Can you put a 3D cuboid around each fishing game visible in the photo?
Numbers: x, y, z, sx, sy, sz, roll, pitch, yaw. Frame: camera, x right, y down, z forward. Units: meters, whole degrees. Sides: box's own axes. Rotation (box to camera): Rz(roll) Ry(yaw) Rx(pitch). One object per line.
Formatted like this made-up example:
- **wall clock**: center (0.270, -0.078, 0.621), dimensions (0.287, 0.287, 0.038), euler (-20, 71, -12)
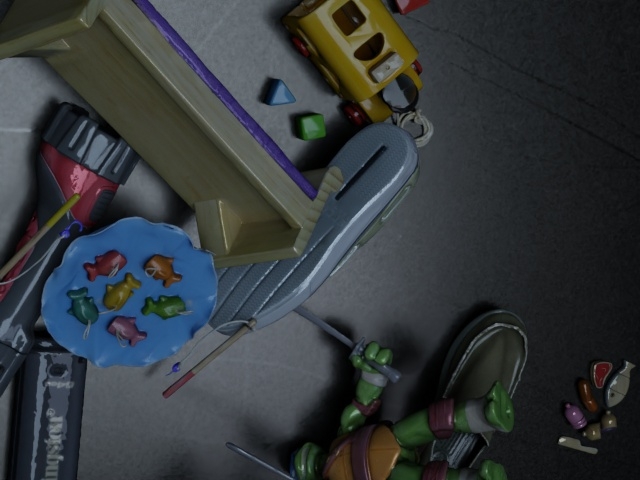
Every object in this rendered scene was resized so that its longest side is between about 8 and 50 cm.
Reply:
- **fishing game**: center (-0.191, 0.062, 1.595), dimensions (0.189, 0.041, 0.264), euler (-40, 125, 12)

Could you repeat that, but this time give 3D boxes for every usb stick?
- **usb stick**: center (-0.299, 0.238, 1.688), dimensions (0.077, 0.045, 0.278), euler (4, 98, -17)

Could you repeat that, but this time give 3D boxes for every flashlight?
- **flashlight**: center (-0.304, 0.006, 1.626), dimensions (0.103, 0.103, 0.304), euler (32, 93, -24)

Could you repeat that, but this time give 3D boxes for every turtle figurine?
- **turtle figurine**: center (0.058, 0.208, 1.679), dimensions (0.266, 0.198, 0.274), euler (-6, 115, 25)

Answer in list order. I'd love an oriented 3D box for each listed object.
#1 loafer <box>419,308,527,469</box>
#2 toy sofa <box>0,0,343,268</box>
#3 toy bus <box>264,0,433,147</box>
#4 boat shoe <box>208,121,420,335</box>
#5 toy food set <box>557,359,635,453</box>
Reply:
- **loafer**: center (0.178, 0.201, 1.806), dimensions (0.094, 0.087, 0.251), euler (23, 92, -19)
- **toy sofa**: center (-0.139, -0.147, 1.546), dimensions (0.362, 0.150, 0.177), euler (48, 51, -32)
- **toy bus**: center (0.053, -0.196, 1.692), dimensions (0.202, 0.104, 0.190), euler (3, 98, -17)
- **boat shoe**: center (0.000, 0.000, 1.713), dimensions (0.302, 0.109, 0.094), euler (-42, 152, 2)
- **toy food set**: center (0.334, 0.198, 1.890), dimensions (0.078, 0.019, 0.122), euler (17, 94, -19)
